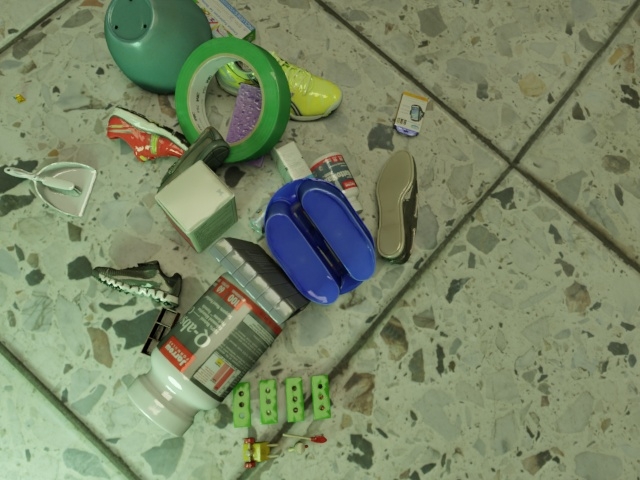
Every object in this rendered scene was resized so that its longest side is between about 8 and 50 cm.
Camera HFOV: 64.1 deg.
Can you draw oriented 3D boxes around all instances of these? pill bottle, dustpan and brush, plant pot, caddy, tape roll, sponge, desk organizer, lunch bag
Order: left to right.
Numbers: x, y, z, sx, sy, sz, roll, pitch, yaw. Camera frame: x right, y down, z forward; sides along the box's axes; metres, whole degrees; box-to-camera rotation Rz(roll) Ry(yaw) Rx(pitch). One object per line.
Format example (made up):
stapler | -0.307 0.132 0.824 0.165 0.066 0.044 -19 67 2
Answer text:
dustpan and brush | -0.733 -0.158 1.376 0.211 0.060 0.147 13 75 -3
plant pot | -0.468 -0.570 1.392 0.290 0.195 0.291 0 91 10
desk organizer | -0.411 0.238 1.318 0.047 0.050 0.130 22 75 0
pill bottle | -0.273 0.273 1.242 0.210 0.210 0.363 40 75 4
tape roll | -0.238 -0.373 1.376 0.321 0.077 0.322 4 100 21
sponge | -0.195 -0.326 1.449 0.117 0.031 0.210 17 102 0
lunch bag | -0.157 -0.064 1.404 0.053 0.083 0.071 37 76 3
caddy | 0.000 0.000 1.341 0.241 0.179 0.341 -34 101 5
pill bottle | 0.047 -0.147 1.436 0.107 0.108 0.180 -24 80 -11

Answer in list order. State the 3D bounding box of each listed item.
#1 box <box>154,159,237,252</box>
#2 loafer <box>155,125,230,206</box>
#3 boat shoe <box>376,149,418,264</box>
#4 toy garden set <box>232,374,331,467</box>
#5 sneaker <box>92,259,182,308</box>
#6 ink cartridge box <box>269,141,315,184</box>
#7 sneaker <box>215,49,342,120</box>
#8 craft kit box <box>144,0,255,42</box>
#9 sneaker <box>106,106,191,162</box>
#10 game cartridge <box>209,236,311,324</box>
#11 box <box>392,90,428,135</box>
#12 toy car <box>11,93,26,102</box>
box | -0.311 -0.079 1.314 0.148 0.232 0.127 -42 84 -14
loafer | -0.352 -0.195 1.377 0.267 0.096 0.084 -39 68 20
boat shoe | 0.222 -0.093 1.461 0.112 0.095 0.336 -3 69 30
toy garden set | -0.096 0.457 1.302 0.244 0.049 0.204 -3 75 -8
sneaker | -0.469 0.095 1.338 0.234 0.078 0.106 18 72 -5
ink cartridge box | -0.078 -0.203 1.437 0.060 0.104 0.180 -27 81 -12
sneaker | -0.121 -0.457 1.475 0.384 0.147 0.145 13 73 -4
craft kit box | -0.368 -0.634 1.541 0.246 0.061 0.250 -43 84 -17
sneaker | -0.460 -0.266 1.428 0.278 0.107 0.118 27 101 -4
game cartridge | -0.134 0.092 1.232 0.230 0.355 0.068 41 91 6
box | 0.273 -0.381 1.561 0.081 0.028 0.136 18 77 -2
toy car | -0.900 -0.415 1.433 0.121 0.040 0.060 -10 77 -8
